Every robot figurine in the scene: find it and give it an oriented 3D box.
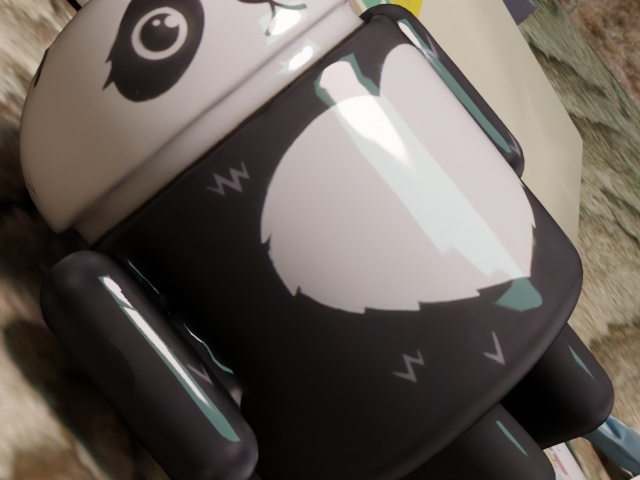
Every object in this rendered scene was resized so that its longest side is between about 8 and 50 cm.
[{"bbox_3d":[0.000,0.000,0.624,0.278,0.173,0.209,50,11,-5],"label":"robot figurine"}]

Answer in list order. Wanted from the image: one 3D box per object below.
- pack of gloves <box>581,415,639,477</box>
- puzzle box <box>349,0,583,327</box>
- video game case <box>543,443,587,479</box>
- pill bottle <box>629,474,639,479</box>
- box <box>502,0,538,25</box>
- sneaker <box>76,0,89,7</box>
[{"bbox_3d":[0.232,0.180,0.967,0.195,0.046,0.232,41,-3,-33],"label":"pack of gloves"},{"bbox_3d":[0.075,-0.148,1.060,0.409,0.052,0.272,55,29,-25],"label":"puzzle box"},{"bbox_3d":[0.077,0.087,0.873,0.227,0.026,0.206,17,39,-58],"label":"video game case"},{"bbox_3d":[0.213,0.224,0.805,0.112,0.112,0.187,17,38,-59],"label":"pill bottle"},{"bbox_3d":[0.103,-0.239,1.348,0.156,0.093,0.158,50,0,-7],"label":"box"},{"bbox_3d":[-0.128,-0.245,0.800,0.282,0.161,0.102,43,22,-21],"label":"sneaker"}]
